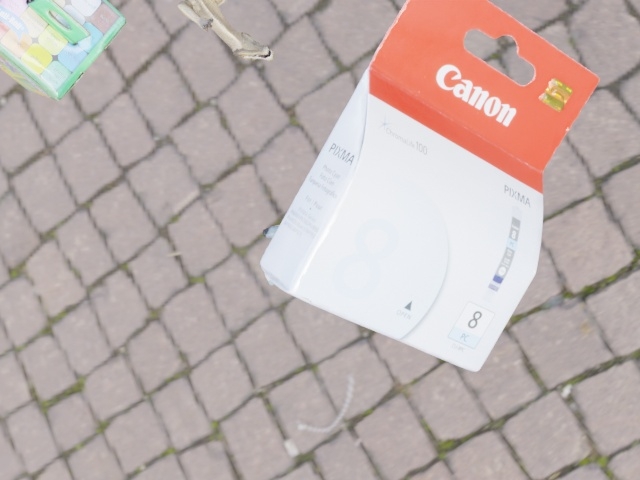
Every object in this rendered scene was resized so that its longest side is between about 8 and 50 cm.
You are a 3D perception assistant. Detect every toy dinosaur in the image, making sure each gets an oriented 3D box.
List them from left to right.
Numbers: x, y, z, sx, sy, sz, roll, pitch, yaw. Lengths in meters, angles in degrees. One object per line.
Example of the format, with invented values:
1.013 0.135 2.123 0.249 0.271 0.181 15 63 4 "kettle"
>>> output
-0.102 -0.199 0.901 0.053 0.092 0.183 -32 74 9 "toy dinosaur"

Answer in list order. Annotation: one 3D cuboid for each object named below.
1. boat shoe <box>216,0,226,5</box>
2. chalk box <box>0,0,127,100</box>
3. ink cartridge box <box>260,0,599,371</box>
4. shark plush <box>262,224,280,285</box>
-0.210 -0.432 1.611 0.122 0.110 0.341 7 138 29 "boat shoe"
-0.330 -0.256 1.473 0.132 0.213 0.132 43 82 -24 "chalk box"
0.151 -0.068 1.410 0.385 0.308 0.091 -60 36 7 "ink cartridge box"
0.000 0.000 1.577 0.161 0.073 0.067 -19 84 -5 "shark plush"
